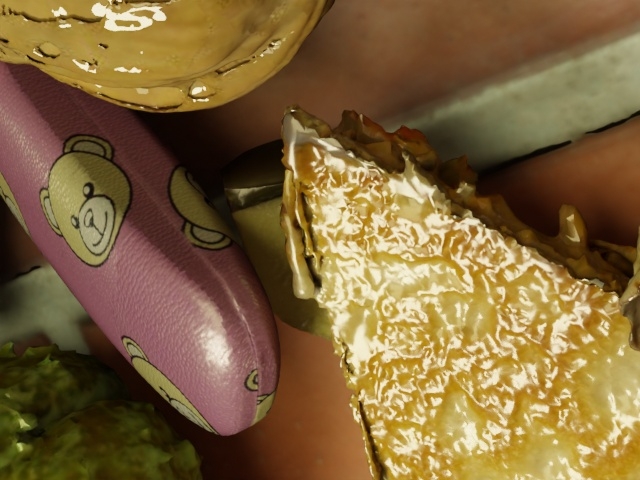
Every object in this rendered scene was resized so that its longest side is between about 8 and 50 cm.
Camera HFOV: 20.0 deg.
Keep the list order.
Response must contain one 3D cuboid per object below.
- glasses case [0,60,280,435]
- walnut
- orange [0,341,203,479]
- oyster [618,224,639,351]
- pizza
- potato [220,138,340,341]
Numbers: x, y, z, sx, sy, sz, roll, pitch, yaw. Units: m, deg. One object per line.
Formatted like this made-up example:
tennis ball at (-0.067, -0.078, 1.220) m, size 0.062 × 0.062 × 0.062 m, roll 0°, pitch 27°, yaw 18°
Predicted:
glasses case at (-0.123, -0.022, 1.024) m, size 0.316 × 0.076 × 0.123 m, roll 49°, pitch 152°, yaw 29°
walnut at (-0.096, -0.166, 0.935) m, size 0.245 × 0.198 × 0.198 m, roll 15°, pitch 112°, yaw 26°
orange at (-0.182, 0.198, 1.087) m, size 0.301 × 0.223 × 0.300 m, roll -44°, pitch 75°, yaw 28°
oyster at (0.223, -0.049, 0.822) m, size 0.107 × 0.161 × 0.233 m, roll -123°, pitch 45°, yaw -57°
pizza at (0.073, 0.071, 0.957) m, size 0.288 × 0.074 × 0.251 m, roll 32°, pitch 122°, yaw 5°
potato at (0.000, 0.000, 1.001) m, size 0.096 × 0.066 × 0.103 m, roll -8°, pitch 111°, yaw 1°
